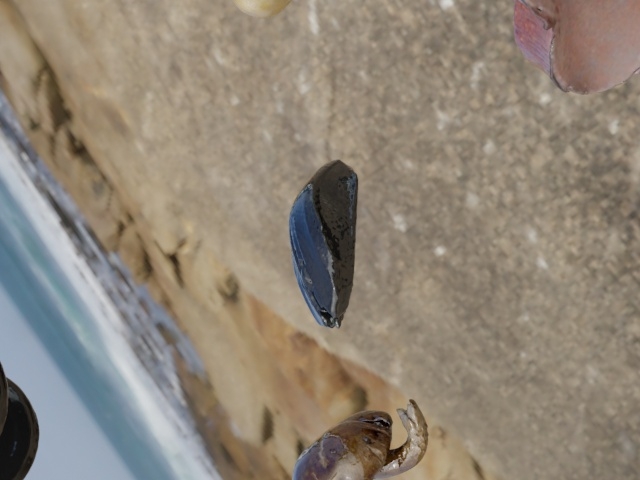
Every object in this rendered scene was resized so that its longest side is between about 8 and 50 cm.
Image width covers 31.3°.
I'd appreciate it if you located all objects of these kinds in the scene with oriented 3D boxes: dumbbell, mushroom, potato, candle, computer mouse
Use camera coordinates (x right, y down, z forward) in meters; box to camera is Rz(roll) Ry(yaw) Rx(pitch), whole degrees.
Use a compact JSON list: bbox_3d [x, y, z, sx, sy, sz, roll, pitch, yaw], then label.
[{"bbox_3d":[-0.226,0.109,0.684,0.099,0.099,0.208,50,165,19],"label":"dumbbell"},{"bbox_3d":[0.031,0.209,1.089,0.080,0.170,0.135,47,-164,-6],"label":"mushroom"},{"bbox_3d":[-0.052,-0.237,0.994,0.062,0.068,0.083,33,159,23],"label":"potato"},{"bbox_3d":[0.343,-0.362,1.436,0.317,0.287,0.131,48,-176,-41],"label":"candle"},{"bbox_3d":[0.000,0.000,1.011,0.099,0.057,0.172,111,164,-53],"label":"computer mouse"}]
